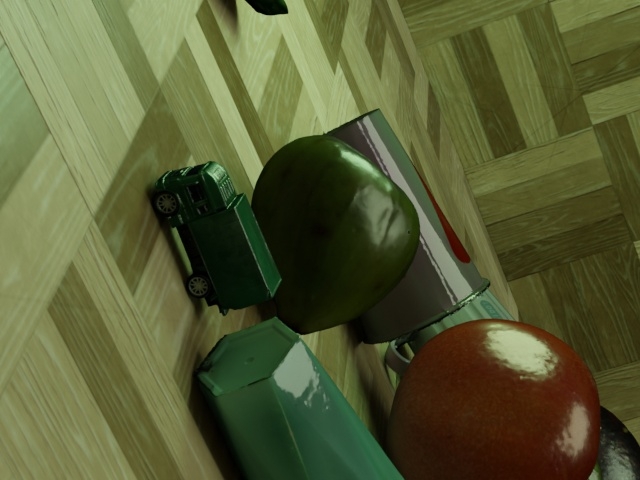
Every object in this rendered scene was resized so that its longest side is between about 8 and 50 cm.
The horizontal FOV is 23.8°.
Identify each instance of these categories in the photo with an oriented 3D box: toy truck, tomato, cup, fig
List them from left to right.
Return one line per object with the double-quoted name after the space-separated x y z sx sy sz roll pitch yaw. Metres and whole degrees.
-0.104 -0.005 1.480 0.065 0.079 0.147 -63 131 -71 "toy truck"
-0.023 0.194 1.455 0.134 0.148 0.236 -53 125 -42 "cup"
0.000 0.000 1.732 0.225 0.203 0.203 -62 148 -16 "fig"
0.087 -0.026 2.094 0.288 0.203 0.203 63 14 -6 "cup"
0.205 0.144 2.275 0.221 0.167 0.202 30 19 -45 "cup"
0.216 0.272 1.980 0.341 0.272 0.341 -167 -90 -89 "tomato"

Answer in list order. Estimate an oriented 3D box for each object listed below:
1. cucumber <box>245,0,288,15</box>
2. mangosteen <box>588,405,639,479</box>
-0.063 -0.411 1.996 0.130 0.191 0.191 46 28 -63 "cucumber"
0.338 0.380 2.308 0.359 0.306 0.306 16 56 -56 "mangosteen"
